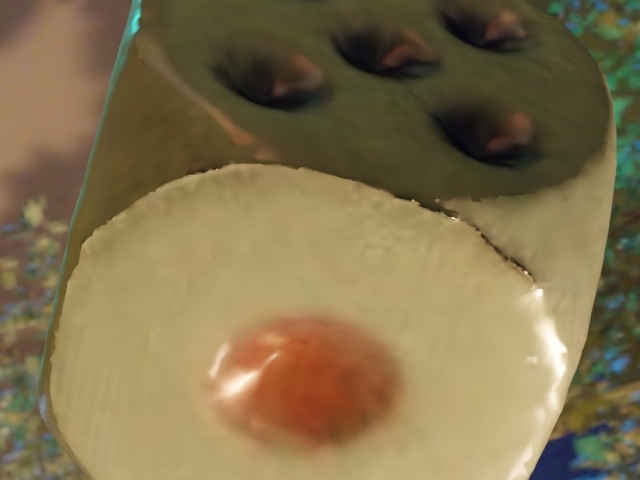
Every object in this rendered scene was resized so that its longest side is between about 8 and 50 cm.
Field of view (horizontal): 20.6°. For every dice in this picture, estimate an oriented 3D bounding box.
[{"bbox_3d":[0.000,0.000,0.979,0.262,0.265,0.268,-83,-172,-54],"label":"dice"}]
